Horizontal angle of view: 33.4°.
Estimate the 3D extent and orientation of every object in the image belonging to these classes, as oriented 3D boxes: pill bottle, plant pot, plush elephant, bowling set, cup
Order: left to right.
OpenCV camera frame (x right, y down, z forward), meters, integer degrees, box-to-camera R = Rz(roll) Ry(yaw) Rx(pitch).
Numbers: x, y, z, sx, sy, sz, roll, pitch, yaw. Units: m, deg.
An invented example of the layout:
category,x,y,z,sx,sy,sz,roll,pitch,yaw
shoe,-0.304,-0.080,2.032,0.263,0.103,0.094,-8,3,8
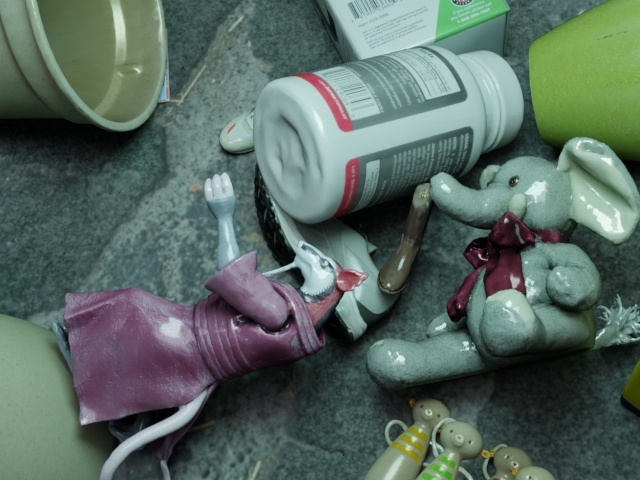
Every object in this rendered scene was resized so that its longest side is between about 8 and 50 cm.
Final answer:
category,x,y,z,sx,sy,sz,roll,pitch,yaw
cup,-0.426,0.211,1.225,0.331,0.237,0.331,-3,64,5
plant pot,-0.418,-0.289,1.431,0.305,0.334,0.334,-7,64,20
pill bottle,0.091,-0.143,1.320,0.318,0.176,0.176,-18,62,-29
bowling set,0.185,0.272,1.151,0.287,0.200,0.154,31,71,15
plush elephant,0.226,0.011,1.232,0.330,0.272,0.256,-5,76,-27
plant pot,0.417,-0.208,1.324,0.293,0.275,0.275,-6,64,21

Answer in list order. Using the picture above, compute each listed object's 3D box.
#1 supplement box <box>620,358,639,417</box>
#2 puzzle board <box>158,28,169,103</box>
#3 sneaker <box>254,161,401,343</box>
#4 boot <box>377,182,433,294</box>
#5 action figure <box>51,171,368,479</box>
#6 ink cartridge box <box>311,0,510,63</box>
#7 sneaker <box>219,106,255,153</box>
category,x,y,z,sx,sy,sz,roll,pitch,yaw
supplement box,0.465,0.103,1.100,0.195,0.356,0.194,37,74,20
puzzle board,-0.268,-0.250,1.544,0.096,0.011,0.128,-7,65,4
sneaker,0.000,0.000,1.358,0.108,0.100,0.271,-28,70,-17
boot,0.105,-0.005,1.274,0.037,0.114,0.106,22,40,6
action figure,-0.115,0.111,1.201,0.370,0.248,0.276,-19,58,15
ink cartridge box,0.103,-0.353,1.485,0.211,0.121,0.289,-23,64,-4
sneaker,-0.069,-0.178,1.451,0.161,0.075,0.057,-25,65,-5
